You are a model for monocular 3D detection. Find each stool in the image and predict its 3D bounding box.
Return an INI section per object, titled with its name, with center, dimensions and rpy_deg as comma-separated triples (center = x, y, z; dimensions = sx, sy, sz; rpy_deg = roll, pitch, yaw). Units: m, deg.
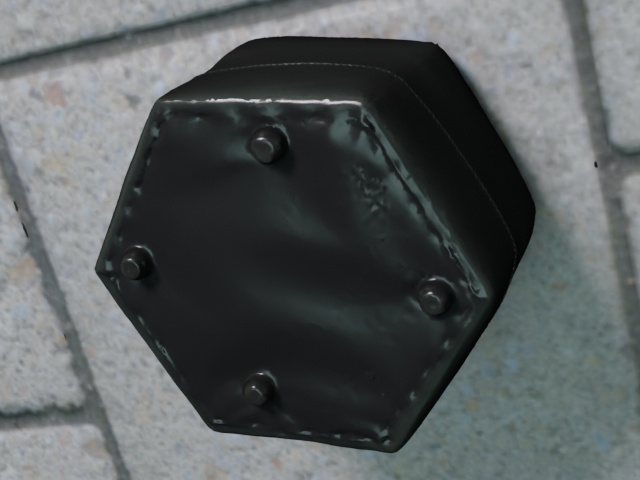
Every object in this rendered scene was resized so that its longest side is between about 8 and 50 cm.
[stool]
center = 0.000, 0.000, 0.616
dimensions = 0.232, 0.141, 0.232
rpy_deg = 8, 116, 17
